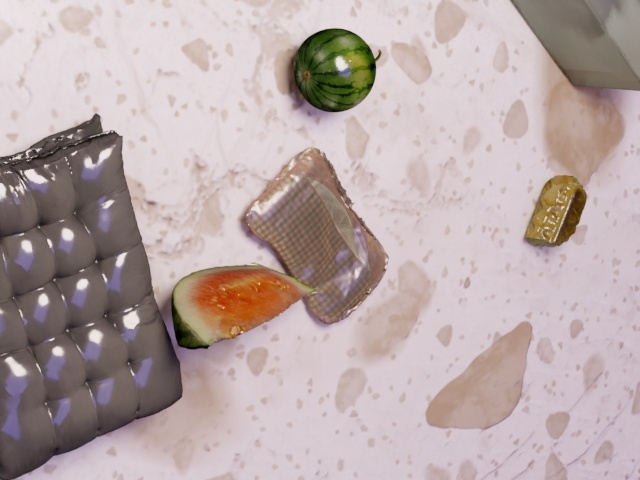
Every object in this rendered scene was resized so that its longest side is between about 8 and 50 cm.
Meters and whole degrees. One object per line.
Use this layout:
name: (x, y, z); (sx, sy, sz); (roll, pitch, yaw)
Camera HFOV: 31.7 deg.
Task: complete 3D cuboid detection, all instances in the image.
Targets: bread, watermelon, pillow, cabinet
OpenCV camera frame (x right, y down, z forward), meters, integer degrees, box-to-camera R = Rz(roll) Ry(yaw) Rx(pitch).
bread: (0.335, -0.040, 1.590); (0.066, 0.060, 0.110); (25, 80, -5)
watermelon: (-0.095, 0.071, 1.252); (0.245, 0.119, 0.063); (-20, 112, -62)
pillow: (-0.278, 0.057, 1.151); (0.228, 0.101, 0.326); (-22, 110, -32)
watermelon: (0.019, -0.200, 1.324); (0.109, 0.109, 0.109); (-6, 100, -34)
pillow: (0.002, -0.002, 1.377); (0.135, 0.034, 0.211); (-49, 122, -21)
cabinet: (0.375, -0.327, 1.518); (0.206, 0.150, 0.145); (45, 75, -31)
